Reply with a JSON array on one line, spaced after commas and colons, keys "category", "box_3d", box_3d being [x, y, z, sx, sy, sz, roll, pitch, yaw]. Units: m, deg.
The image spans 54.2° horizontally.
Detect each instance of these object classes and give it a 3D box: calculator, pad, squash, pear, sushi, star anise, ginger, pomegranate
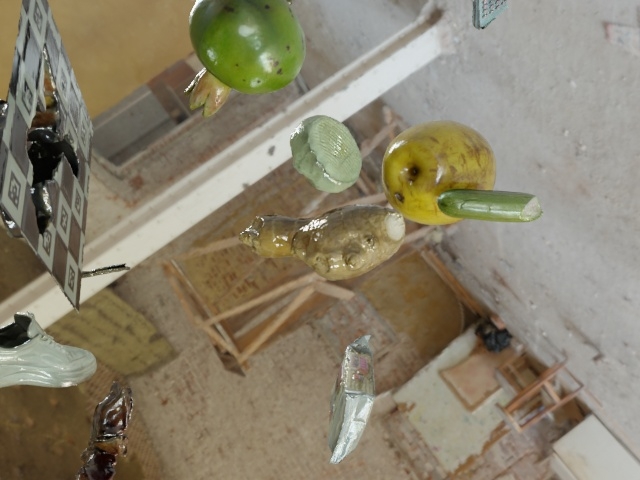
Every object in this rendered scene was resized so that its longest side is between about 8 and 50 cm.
[{"category": "calculator", "box_3d": [0.214, -0.324, 0.792, 0.018, 0.057, 0.172, 55, -173, 18]}, {"category": "pad", "box_3d": [-0.603, 0.087, 1.665, 0.233, 0.174, 0.022, 170, 89, -69]}, {"category": "squash", "box_3d": [0.374, -0.076, 1.373, 0.069, 0.239, 0.069, -177, 90, -85]}, {"category": "pear", "box_3d": [0.282, -0.163, 1.524, 0.280, 0.281, 0.281, 54, 176, 5]}, {"category": "sushi", "box_3d": [-0.383, -0.117, 0.836, 0.359, 0.064, 0.343, 103, 163, -64]}, {"category": "star anise", "box_3d": [-0.436, 0.428, 1.265, 0.088, 0.288, 0.288, 19, -173, -17]}, {"category": "ginger", "box_3d": [-0.001, 0.004, 0.589, 0.096, 0.165, 0.067, -65, -35, -59]}, {"category": "pomegranate", "box_3d": [-0.170, -0.371, 1.242, 0.236, 0.302, 0.236, 38, -154, -23]}]

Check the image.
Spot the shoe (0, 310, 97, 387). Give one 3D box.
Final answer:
[{"category": "shoe", "box_3d": [-0.617, 0.224, 1.338, 0.124, 0.159, 0.316, 26, -167, 35]}]

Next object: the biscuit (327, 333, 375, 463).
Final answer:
[{"category": "biscuit", "box_3d": [0.069, 0.348, 1.403, 0.079, 0.186, 0.309, 19, -164, -2]}]

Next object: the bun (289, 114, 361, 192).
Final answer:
[{"category": "bun", "box_3d": [0.003, -0.204, 1.510, 0.118, 0.195, 0.195, -21, 109, 41]}]
